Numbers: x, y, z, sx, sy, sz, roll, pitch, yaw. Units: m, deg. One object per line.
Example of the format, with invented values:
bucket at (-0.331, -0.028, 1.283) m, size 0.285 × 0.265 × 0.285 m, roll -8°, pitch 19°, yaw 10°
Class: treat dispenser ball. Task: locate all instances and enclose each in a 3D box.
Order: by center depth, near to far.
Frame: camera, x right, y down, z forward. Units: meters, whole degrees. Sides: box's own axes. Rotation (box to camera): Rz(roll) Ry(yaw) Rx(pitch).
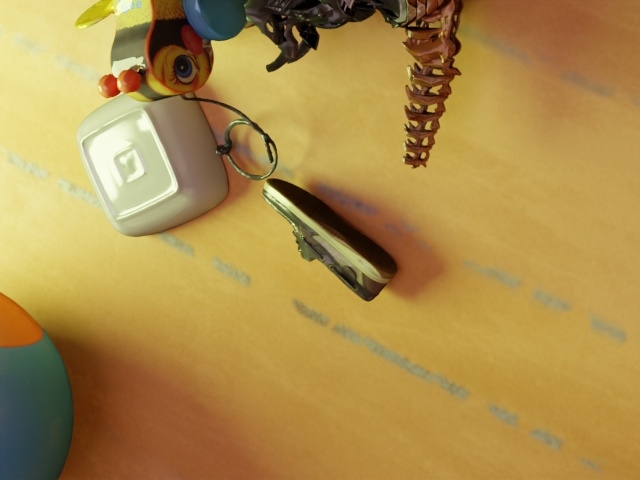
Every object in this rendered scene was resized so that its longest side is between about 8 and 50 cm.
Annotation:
treat dispenser ball at (-0.391, 0.176, 1.936) m, size 0.288 × 0.288 × 0.288 m, roll 7°, pitch 104°, yaw 28°

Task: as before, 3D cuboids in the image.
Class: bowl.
bowl at (-0.172, -0.077, 1.895) m, size 0.142 × 0.053 × 0.142 m, roll -23°, pitch 91°, yaw 32°

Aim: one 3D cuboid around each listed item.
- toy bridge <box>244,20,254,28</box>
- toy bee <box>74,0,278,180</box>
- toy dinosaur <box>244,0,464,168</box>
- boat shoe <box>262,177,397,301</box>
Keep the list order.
toy bridge at (-0.084, -0.295, 1.810) m, size 0.063 × 0.026 × 0.188 m, roll -27°, pitch 87°, yaw 31°
toy bee at (-0.137, -0.195, 1.759) m, size 0.195 × 0.162 × 0.298 m, roll -38°, pitch 80°, yaw 41°
toy dinosaur at (0.050, -0.232, 1.687) m, size 0.218 × 0.164 × 0.322 m, roll -8°, pitch 75°, yaw 15°
boat shoe at (0.000, 0.000, 1.811) m, size 0.152 × 0.056 × 0.049 m, roll 39°, pitch 112°, yaw 16°
